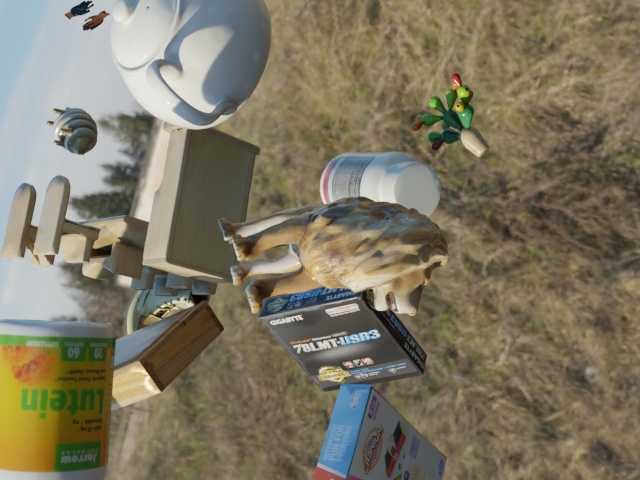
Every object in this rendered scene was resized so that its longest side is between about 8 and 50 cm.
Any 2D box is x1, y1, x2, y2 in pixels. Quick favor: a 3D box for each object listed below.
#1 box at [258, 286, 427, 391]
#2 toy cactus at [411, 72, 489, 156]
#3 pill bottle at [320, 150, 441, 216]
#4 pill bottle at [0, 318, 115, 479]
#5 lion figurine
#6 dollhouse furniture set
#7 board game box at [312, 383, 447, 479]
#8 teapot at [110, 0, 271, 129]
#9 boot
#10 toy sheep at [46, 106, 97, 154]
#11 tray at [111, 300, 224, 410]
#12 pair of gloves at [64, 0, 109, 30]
[{"bbox_3d":[0.054,0.227,2.043,0.296,0.293,0.073,-15,39,33],"label":"box"},{"bbox_3d":[0.311,-0.266,2.001,0.112,0.180,0.219,-32,-16,-38],"label":"toy cactus"},{"bbox_3d":[0.144,-0.124,2.071,0.318,0.176,0.176,11,86,63],"label":"pill bottle"},{"bbox_3d":[-0.311,0.215,1.001,0.136,0.136,0.245,158,115,-77],"label":"pill bottle"},{"bbox_3d":[0.000,0.000,1.152,0.392,0.240,0.142,-136,30,-70],"label":"lion figurine"},{"bbox_3d":[-0.322,-0.057,1.625,0.394,0.362,0.256,-5,72,45],"label":"dollhouse furniture set"},{"bbox_3d":[0.107,0.429,1.527,0.064,0.316,0.242,-4,53,35],"label":"board game box"},{"bbox_3d":[-0.205,-0.283,1.219,0.256,0.187,0.252,10,85,43],"label":"teapot"},{"bbox_3d":[-0.323,0.141,1.872,0.165,0.077,0.213,9,78,37],"label":"boot"},{"bbox_3d":[-0.476,-0.215,1.682,0.132,0.091,0.091,66,147,32],"label":"toy sheep"},{"bbox_3d":[-0.385,0.245,1.624,0.411,0.076,0.203,-26,12,37],"label":"tray"},{"bbox_3d":[-0.532,-0.513,1.986,0.074,0.083,0.010,-45,-19,-26],"label":"pair of gloves"}]
